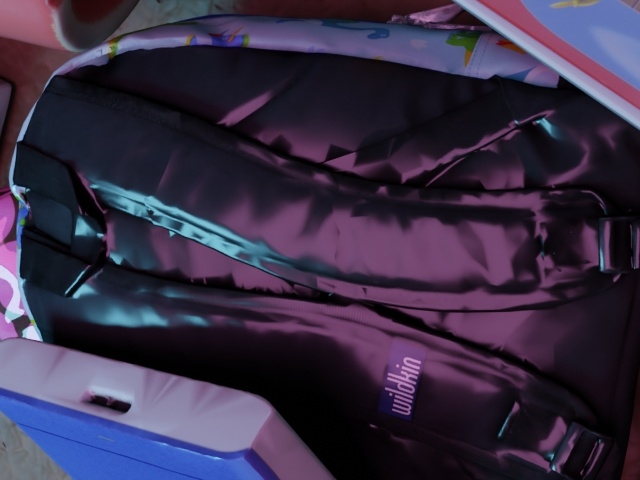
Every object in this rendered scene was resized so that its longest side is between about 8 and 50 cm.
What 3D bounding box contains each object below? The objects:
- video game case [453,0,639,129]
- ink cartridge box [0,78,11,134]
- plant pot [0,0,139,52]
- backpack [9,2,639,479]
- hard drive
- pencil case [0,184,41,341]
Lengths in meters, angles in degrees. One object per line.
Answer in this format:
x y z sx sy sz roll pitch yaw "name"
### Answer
0.180 -0.209 0.750 0.204 0.025 0.285 41 98 32 "video game case"
-0.403 -0.095 1.068 0.306 0.226 0.131 29 117 15 "ink cartridge box"
-0.213 -0.242 0.914 0.243 0.275 0.275 24 117 8 "plant pot"
0.000 0.000 0.899 0.356 0.273 0.290 5 108 4 "backpack"
-0.032 0.177 0.894 0.210 0.040 0.318 8 147 41 "hard drive"
-0.172 0.057 1.085 0.098 0.095 0.209 -31 94 15 "pencil case"
